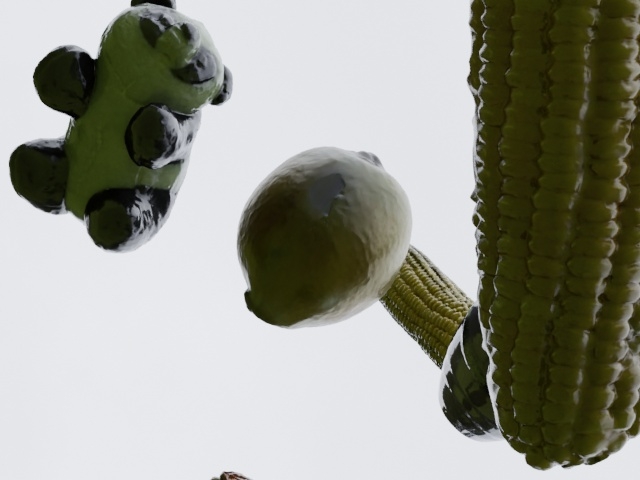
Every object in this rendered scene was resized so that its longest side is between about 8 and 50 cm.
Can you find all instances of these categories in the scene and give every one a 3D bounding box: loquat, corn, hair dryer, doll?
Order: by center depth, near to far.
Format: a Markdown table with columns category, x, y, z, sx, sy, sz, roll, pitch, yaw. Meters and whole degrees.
| category | x | y | z | sx | sy | sz | roll | pitch | yaw |
| --- | --- | --- | --- | --- | --- | --- | --- | --- | --- |
| corn | 0.134 | -0.056 | 0.723 | 0.120 | 0.120 | 0.363 | 12 | -74 | 42 |
| hair dryer | 0.281 | 0.029 | 1.164 | 0.121 | 0.361 | 0.301 | 54 | -42 | 18 |
| doll | -0.168 | -0.100 | 1.182 | 0.143 | 0.135 | 0.234 | 33 | -57 | 16 |
| loquat | 0.000 | 0.000 | 1.233 | 0.152 | 0.195 | 0.152 | 27 | -21 | 12 |
| corn | 0.108 | 0.066 | 1.370 | 0.203 | 0.072 | 0.072 | 46 | -48 | 44 |

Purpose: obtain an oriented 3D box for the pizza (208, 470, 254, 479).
| category | x | y | z | sx | sy | sz | roll | pitch | yaw |
| --- | --- | --- | --- | --- | --- | --- | --- | --- | --- |
| pizza | -0.053 | 0.247 | 0.974 | 0.147 | 0.226 | 0.069 | 25 | -71 | -2 |
